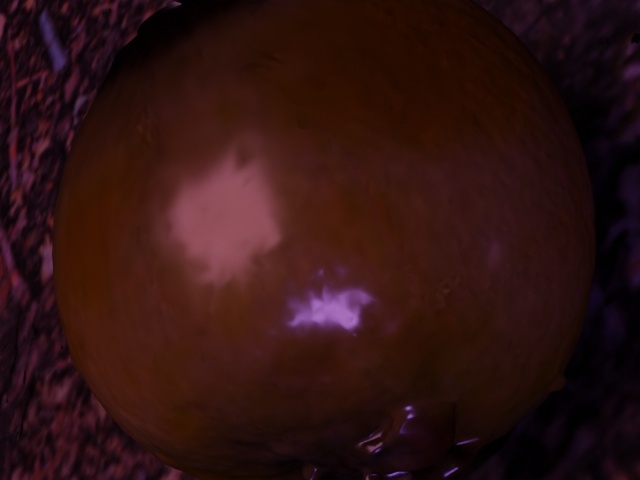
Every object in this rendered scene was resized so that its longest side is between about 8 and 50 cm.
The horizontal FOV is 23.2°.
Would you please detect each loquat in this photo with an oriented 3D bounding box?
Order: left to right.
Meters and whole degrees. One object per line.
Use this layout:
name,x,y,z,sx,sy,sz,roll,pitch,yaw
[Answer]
loquat,0.000,0.000,0.419,0.163,0.137,0.163,-16,58,27
